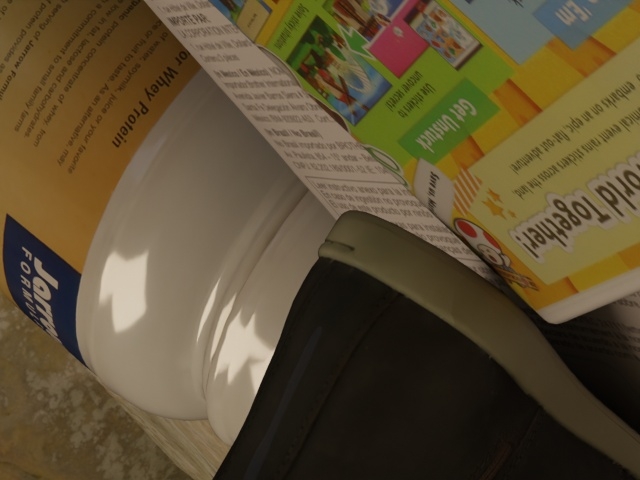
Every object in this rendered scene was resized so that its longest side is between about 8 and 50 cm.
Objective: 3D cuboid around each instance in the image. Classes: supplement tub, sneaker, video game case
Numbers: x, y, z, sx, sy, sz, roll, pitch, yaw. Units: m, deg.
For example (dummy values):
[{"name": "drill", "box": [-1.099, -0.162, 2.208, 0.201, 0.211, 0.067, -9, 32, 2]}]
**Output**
[{"name": "supplement tub", "box": [-0.074, -0.060, 0.834, 0.316, 0.228, 0.228, 37, 166, 23]}, {"name": "sneaker", "box": [0.033, 0.088, 0.533, 0.083, 0.118, 0.222, 29, 171, 41]}, {"name": "video game case", "box": [0.014, -0.075, 0.348, 0.206, 0.026, 0.227, 43, 164, -1]}]

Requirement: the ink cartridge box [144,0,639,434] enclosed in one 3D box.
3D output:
[{"name": "ink cartridge box", "box": [0.074, -0.080, 0.508, 0.395, 0.151, 0.270, 47, 165, -20]}]
